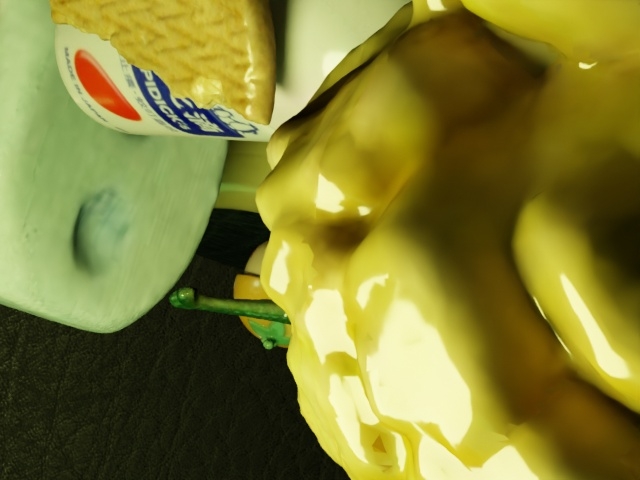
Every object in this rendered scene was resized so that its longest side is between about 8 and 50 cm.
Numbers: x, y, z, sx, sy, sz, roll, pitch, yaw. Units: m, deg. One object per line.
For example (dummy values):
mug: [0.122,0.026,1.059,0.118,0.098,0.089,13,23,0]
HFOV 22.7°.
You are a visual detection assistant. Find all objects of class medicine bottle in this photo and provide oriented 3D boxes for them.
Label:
medicine bottle: [-0.032,-0.125,0.982,0.130,0.130,0.341,23,171,-36]

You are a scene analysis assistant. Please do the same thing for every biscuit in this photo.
biscuit: [-0.091,-0.156,0.909,0.033,0.145,0.224,-15,-152,-35]

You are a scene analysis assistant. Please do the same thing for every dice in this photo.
dice: [-0.253,-0.084,1.291,0.268,0.263,0.264,12,172,33]

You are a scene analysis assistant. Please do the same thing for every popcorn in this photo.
popcorn: [0.161,0.005,0.653,0.390,0.354,0.344,19,162,-25]

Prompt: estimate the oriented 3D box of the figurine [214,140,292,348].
figurine: [0.000,0.000,1.487,0.324,0.222,0.124,16,175,8]

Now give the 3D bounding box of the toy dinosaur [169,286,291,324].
toy dinosaur: [0.106,0.091,1.393,0.300,0.087,0.447,-14,155,24]
